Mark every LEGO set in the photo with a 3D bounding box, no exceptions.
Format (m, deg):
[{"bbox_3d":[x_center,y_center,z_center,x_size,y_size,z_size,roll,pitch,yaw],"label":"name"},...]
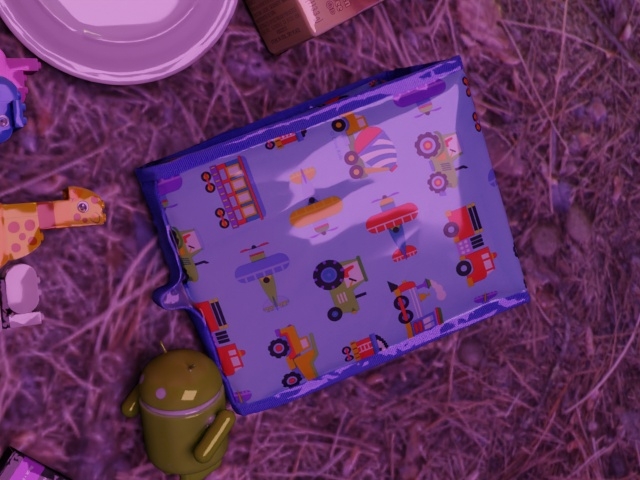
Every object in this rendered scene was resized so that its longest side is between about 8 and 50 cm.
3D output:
[{"bbox_3d":[-0.211,-0.040,0.620,0.093,0.087,0.227,-6,93,-29],"label":"LEGO set"}]

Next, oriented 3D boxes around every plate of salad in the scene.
[{"bbox_3d":[-0.160,-0.220,0.673,0.199,0.048,0.200,0,91,-16],"label":"plate of salad"}]

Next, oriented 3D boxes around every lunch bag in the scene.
[{"bbox_3d":[0.000,0.000,0.729,0.293,0.138,0.221,-23,103,-19],"label":"lunch bag"}]

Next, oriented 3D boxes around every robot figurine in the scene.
[{"bbox_3d":[-0.107,0.135,0.676,0.067,0.101,0.115,-27,126,-40],"label":"robot figurine"}]

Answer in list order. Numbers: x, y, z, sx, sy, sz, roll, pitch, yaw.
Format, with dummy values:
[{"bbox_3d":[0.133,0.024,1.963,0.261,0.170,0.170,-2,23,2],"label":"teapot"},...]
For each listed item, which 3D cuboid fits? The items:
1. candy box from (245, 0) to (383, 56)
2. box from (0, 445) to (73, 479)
[{"bbox_3d":[-0.024,-0.344,0.730,0.183,0.087,0.317,-33,105,-27],"label":"candy box"},{"bbox_3d":[-0.200,0.246,0.655,0.162,0.029,0.116,38,72,-22],"label":"box"}]
